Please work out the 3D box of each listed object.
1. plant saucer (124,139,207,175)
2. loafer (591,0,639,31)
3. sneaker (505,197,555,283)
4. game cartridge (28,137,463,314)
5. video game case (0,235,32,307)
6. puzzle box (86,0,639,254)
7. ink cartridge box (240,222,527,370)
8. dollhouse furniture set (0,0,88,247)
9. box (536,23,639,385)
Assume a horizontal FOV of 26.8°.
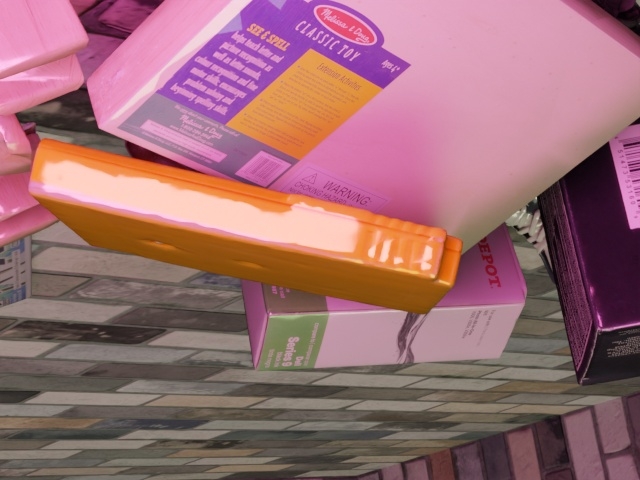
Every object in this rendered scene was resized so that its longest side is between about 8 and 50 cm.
[{"bbox_3d":[-0.092,-0.062,1.189,0.168,0.029,0.168,24,164,7],"label":"plant saucer"},{"bbox_3d":[0.225,-0.216,1.123,0.078,0.076,0.223,-20,165,16],"label":"loafer"},{"bbox_3d":[0.282,-0.008,1.655,0.235,0.153,0.094,2,158,-31],"label":"sneaker"},{"bbox_3d":[-0.053,-0.004,1.106,0.324,0.052,0.285,11,172,1],"label":"game cartridge"},{"bbox_3d":[-0.482,0.056,1.557,0.300,0.036,0.329,-19,167,-18],"label":"video game case"},{"bbox_3d":[0.063,-0.120,1.025,0.272,0.052,0.409,-39,142,25],"label":"puzzle box"},{"bbox_3d":[0.060,0.027,1.509,0.289,0.211,0.121,-1,141,-12],"label":"ink cartridge box"},{"bbox_3d":[-0.411,-0.111,1.020,0.394,0.256,0.362,-25,169,-20],"label":"dollhouse furniture set"},{"bbox_3d":[0.327,-0.031,1.378,0.183,0.296,0.294,-10,163,3],"label":"box"}]
